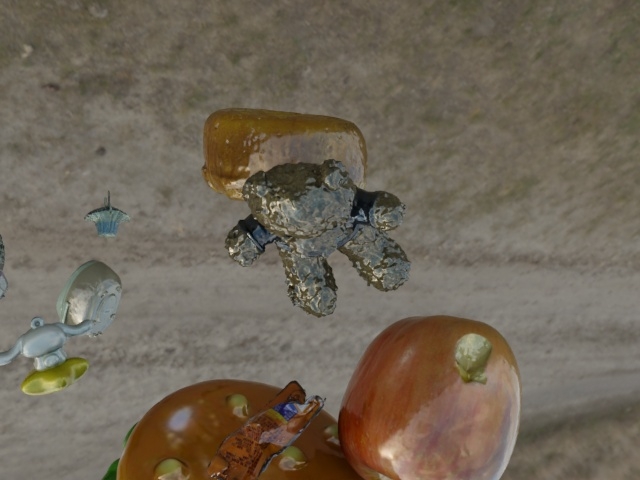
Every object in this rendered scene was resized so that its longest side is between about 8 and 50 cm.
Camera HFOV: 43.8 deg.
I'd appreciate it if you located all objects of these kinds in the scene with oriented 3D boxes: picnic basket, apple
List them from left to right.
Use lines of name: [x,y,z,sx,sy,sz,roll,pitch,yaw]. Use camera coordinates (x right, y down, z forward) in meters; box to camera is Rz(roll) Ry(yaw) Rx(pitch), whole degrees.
picnic basket: [-0.392,-0.048,1.466,0.083,0.083,0.065,3,167,-15]
apple: [0.143,0.206,1.031,0.242,0.242,0.240,65,41,-60]

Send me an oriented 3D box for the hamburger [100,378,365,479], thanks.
hamburger: [-0.111,0.374,1.107,0.396,0.395,0.277,-9,135,-37]

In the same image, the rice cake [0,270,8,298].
rice cake: [-0.500,0.119,1.107,0.036,0.206,0.047,4,131,13]

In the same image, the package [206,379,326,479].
package: [-0.046,0.165,0.679,0.111,0.077,0.033,-41,129,-23]

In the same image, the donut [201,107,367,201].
donut: [-0.044,-0.104,1.000,0.227,0.227,0.113,-4,105,-41]

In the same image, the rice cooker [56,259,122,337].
rice cooker: [-0.591,0.153,2.045,0.145,0.127,0.206,-17,130,-64]

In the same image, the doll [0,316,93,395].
doll: [-0.393,0.164,1.127,0.135,0.071,0.113,5,99,-32]

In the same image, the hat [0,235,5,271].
hat: [-0.620,0.017,1.183,0.266,0.128,0.265,7,130,8]

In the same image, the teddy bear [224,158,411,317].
teddy bear: [-0.007,-0.016,0.821,0.182,0.129,0.251,-25,153,1]
